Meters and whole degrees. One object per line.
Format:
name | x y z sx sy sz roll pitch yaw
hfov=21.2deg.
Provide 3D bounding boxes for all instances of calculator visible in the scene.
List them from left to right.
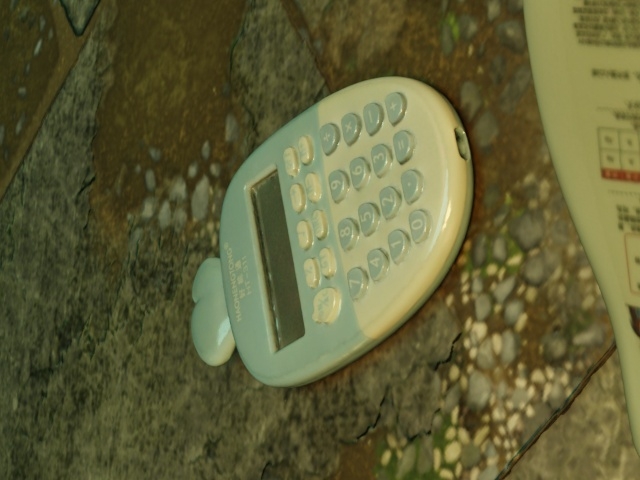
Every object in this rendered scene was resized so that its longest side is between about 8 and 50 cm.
calculator | 0.000 0.000 1.201 0.303 0.042 0.188 -35 57 45

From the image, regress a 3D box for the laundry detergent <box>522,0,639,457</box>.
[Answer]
laundry detergent | 0.223 0.012 0.758 0.264 0.125 0.397 6 110 38
